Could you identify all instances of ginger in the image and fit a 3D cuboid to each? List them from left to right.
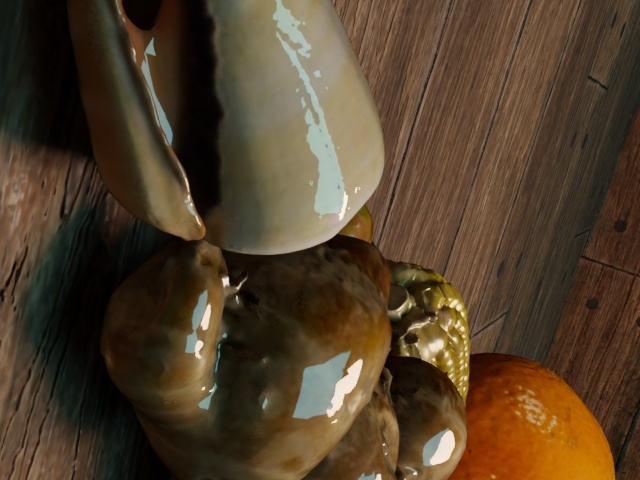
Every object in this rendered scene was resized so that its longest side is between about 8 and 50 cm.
[{"bbox_3d":[-0.025,0.116,0.606,0.256,0.176,0.375,-44,140,-14],"label":"ginger"}]

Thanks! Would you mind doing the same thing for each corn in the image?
[{"bbox_3d":[0.097,0.140,0.944,0.144,0.144,0.387,-61,156,-19],"label":"corn"}]

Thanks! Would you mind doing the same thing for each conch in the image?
[{"bbox_3d":[-0.060,-0.099,0.446,0.158,0.127,0.255,-27,115,-22],"label":"conch"}]

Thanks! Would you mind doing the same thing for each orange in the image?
[{"bbox_3d":[0.238,0.372,1.223,0.424,0.326,0.424,-46,148,-41],"label":"orange"}]

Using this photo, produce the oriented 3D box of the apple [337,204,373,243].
[{"bbox_3d":[0.000,0.000,0.685,0.089,0.074,0.089,-51,154,-37],"label":"apple"}]
